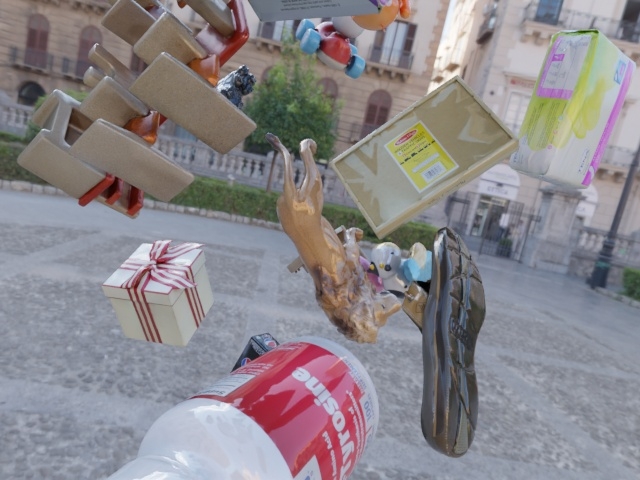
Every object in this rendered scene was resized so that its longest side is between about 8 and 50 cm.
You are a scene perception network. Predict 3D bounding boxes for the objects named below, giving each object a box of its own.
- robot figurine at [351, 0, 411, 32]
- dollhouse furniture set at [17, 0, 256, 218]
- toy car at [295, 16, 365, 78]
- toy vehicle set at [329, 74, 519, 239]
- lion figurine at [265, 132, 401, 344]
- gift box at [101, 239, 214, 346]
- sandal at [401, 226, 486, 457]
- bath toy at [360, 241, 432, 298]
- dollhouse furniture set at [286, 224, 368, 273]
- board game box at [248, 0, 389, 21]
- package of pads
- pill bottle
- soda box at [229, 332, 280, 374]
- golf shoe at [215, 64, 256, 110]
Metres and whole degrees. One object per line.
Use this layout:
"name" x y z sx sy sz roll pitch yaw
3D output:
"robot figurine" 0.141 -0.605 1.096 0.128 0.219 0.158 4 -20 35
"dollhouse furniture set" -0.169 -0.143 0.466 0.135 0.259 0.262 33 33 -43
"toy car" 0.075 -0.704 1.492 0.219 0.238 0.210 19 35 -27
"toy vehicle set" 0.166 -0.141 0.764 0.166 0.266 0.035 61 9 26
"lion figurine" 0.000 0.000 0.836 0.392 0.142 0.240 51 23 -24
"gift box" -0.478 0.151 1.433 0.276 0.258 0.255 2 35 10
"sandal" 0.104 0.076 0.404 0.060 0.219 0.090 -15 -45 35
"bath toy" 0.118 0.094 1.156 0.348 0.151 0.129 -16 10 44
"dollhouse furniture set" 0.021 0.063 1.284 0.123 0.144 0.151 52 31 4
"board game box" 0.047 -0.299 0.304 0.144 0.275 0.142 26 -19 46
"package of pads" 0.537 -0.267 0.966 0.229 0.297 0.101 4 16 -39
"pill bottle" -0.089 0.293 0.614 0.229 0.229 0.407 17 13 24
"soda box" -0.145 0.272 0.929 0.053 0.169 0.060 39 17 26
"golf shoe" -0.238 -0.355 1.141 0.093 0.198 0.077 -2 -43 37
